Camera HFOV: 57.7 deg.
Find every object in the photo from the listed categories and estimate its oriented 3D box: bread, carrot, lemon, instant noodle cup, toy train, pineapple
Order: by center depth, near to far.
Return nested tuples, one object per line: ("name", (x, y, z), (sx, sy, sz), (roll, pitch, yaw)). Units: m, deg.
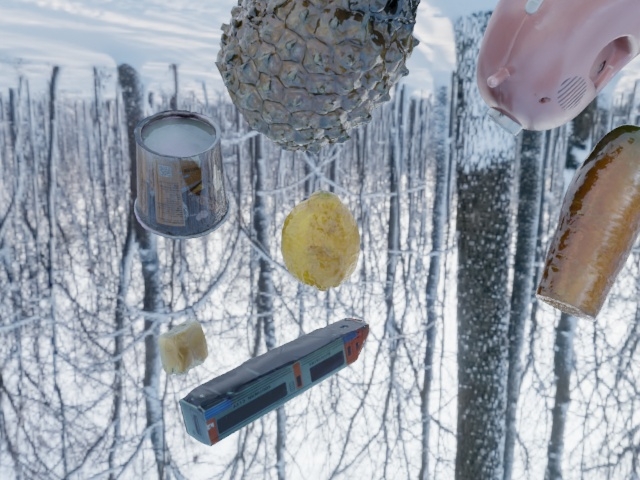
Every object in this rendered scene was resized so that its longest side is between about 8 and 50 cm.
("carrot", (0.277, -0.018, 0.578), (0.087, 0.194, 0.087), (26, -174, -3))
("pineapple", (0.035, -0.234, 0.582), (0.201, 0.202, 0.362), (-7, 167, -34))
("lemon", (0.000, 0.000, 1.000), (0.142, 0.187, 0.142), (2, -155, -1))
("toy train", (-0.062, 0.248, 1.080), (0.409, 0.089, 0.086), (-19, -165, -41))
("instant noodle cup", (-0.298, -0.147, 1.239), (0.217, 0.208, 0.218), (5, -135, -5))
("bread", (-0.319, 0.254, 1.374), (0.082, 0.106, 0.125), (8, -160, 31))

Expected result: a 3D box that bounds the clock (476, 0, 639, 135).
("clock", (0.290, -0.228, 0.672), (0.142, 0.241, 0.227), (43, -162, 28))
